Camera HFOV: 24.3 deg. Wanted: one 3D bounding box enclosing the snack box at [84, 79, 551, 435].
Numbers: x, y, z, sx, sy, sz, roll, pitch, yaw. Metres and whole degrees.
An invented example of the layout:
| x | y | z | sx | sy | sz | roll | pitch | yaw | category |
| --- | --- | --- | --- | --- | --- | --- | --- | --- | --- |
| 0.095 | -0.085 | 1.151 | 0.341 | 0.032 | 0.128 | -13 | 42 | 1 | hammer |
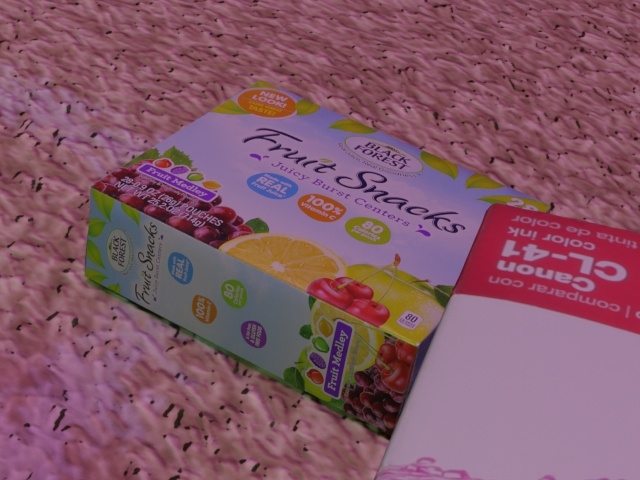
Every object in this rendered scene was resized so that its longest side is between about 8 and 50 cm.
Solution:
| x | y | z | sx | sy | sz | roll | pitch | yaw | category |
| --- | --- | --- | --- | --- | --- | --- | --- | --- | --- |
| 0.000 | 0.000 | 0.847 | 0.207 | 0.070 | 0.174 | 27 | 37 | 20 | snack box |

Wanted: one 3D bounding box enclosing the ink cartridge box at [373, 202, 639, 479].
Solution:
| x | y | z | sx | sy | sz | roll | pitch | yaw | category |
| --- | --- | --- | --- | --- | --- | --- | --- | --- | --- |
| 0.060 | 0.162 | 0.486 | 0.131 | 0.226 | 0.306 | 18 | 34 | 11 | ink cartridge box |
